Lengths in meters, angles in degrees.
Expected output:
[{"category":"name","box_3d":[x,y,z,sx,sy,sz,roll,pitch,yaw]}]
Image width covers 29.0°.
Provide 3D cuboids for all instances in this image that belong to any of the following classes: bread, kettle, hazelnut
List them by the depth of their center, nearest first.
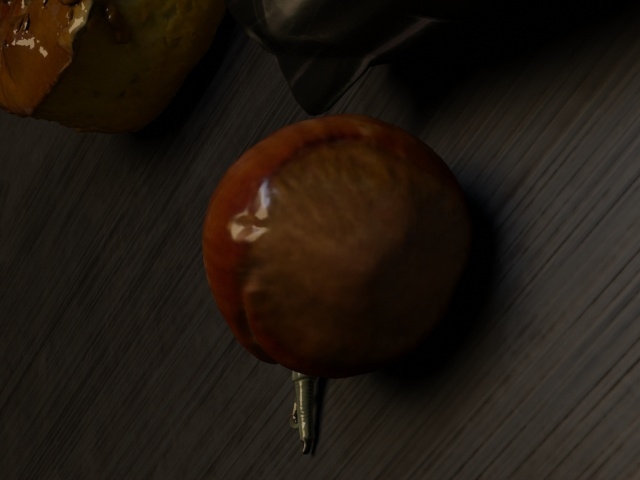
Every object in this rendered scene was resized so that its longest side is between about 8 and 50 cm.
[{"category":"hazelnut","box_3d":[0.000,0.000,0.802,0.182,0.182,0.182,-37,43,45]},{"category":"kettle","box_3d":[0.034,-0.269,0.845,0.324,0.228,0.321,-26,65,61]},{"category":"bread","box_3d":[-0.226,-0.279,1.330,0.358,0.204,0.337,20,93,64]}]

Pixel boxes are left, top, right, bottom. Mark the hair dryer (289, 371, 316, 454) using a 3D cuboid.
[{"category":"hair dryer","box_3d":[0.008,0.032,0.908,0.167,0.067,0.199,-42,50,31]}]
